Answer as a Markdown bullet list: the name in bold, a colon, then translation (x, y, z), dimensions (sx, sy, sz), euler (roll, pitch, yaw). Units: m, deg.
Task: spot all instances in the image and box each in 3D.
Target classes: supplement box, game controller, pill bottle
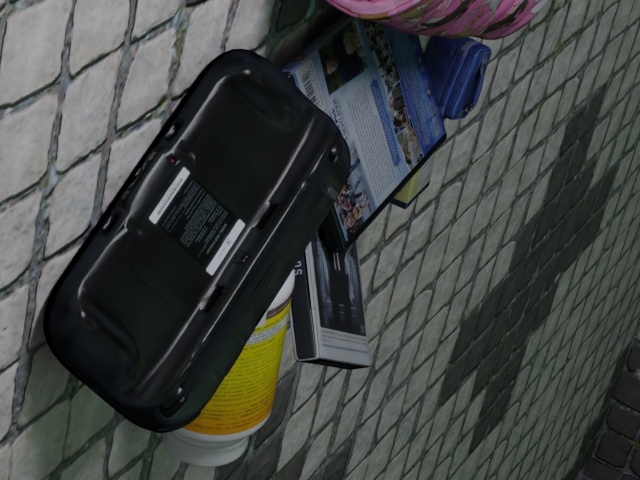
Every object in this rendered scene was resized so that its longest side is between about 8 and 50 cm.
- **supplement box**: translation (0.073, -0.093, 1.969), dimensions (0.056, 0.083, 0.083), euler (-44, 151, -46)
- **game controller**: translation (-0.096, -0.003, 1.562), dimensions (0.067, 0.166, 0.319), euler (-10, -136, 60)
- **pill bottle**: translation (-0.093, 0.100, 1.709), dimensions (0.117, 0.117, 0.215), euler (-44, 152, -48)

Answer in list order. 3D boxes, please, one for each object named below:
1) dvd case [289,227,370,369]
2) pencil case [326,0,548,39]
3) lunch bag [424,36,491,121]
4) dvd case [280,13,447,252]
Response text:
- **dvd case**: translation (0.000, 0.000, 1.788), dimensions (0.179, 0.030, 0.238), euler (19, 64, -72)
- **pencil case**: translation (0.108, -0.275, 1.724), dimensions (0.167, 0.160, 0.386), euler (-49, 166, 16)
- **lunch bag**: translation (0.148, -0.178, 2.093), dimensions (0.067, 0.065, 0.098), euler (-18, 129, -66)
- **dvd case**: translation (0.043, -0.124, 1.796), dimensions (0.253, 0.022, 0.180), euler (-47, 126, -51)
